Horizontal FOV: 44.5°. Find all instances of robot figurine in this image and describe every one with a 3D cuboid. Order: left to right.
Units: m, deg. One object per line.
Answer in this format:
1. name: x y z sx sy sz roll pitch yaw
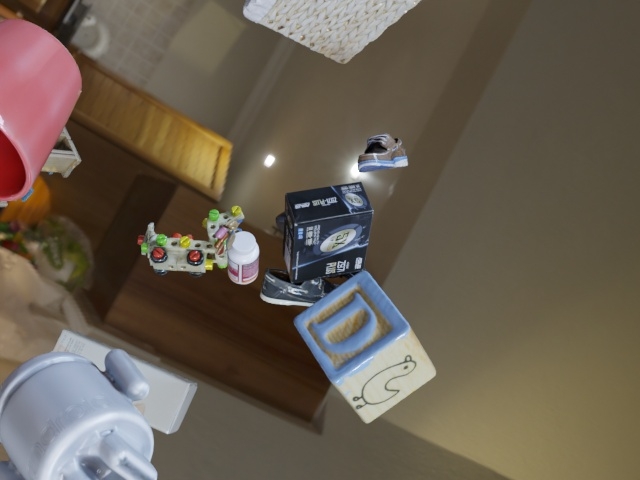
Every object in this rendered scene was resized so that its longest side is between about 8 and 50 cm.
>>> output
1. robot figurine: -0.416 0.316 1.308 0.300 0.200 0.353 -44 -135 -18

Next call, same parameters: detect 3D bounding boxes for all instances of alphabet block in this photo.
1. alphabet block: 0.091 0.217 1.596 0.192 0.197 0.193 -35 -133 0

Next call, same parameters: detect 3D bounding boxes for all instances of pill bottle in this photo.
1. pill bottle: -0.208 0.045 2.111 0.152 0.086 0.086 100 3 -54

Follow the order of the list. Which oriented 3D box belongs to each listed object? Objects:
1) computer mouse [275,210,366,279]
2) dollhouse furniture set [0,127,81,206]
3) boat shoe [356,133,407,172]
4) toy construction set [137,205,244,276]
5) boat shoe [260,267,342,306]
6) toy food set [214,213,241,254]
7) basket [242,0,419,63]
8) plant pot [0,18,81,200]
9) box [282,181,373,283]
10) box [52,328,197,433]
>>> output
1. computer mouse: 0.000 0.000 1.766 0.188 0.272 0.072 18 -111 42
2. dollhouse furniture set: -0.666 -0.180 1.771 0.183 0.129 0.129 -39 -110 29
3. boat shoe: 0.111 -0.166 1.481 0.066 0.066 0.183 -8 -176 23
4. toy construction set: -0.387 0.003 2.258 0.327 0.151 0.215 -5 -128 11
5. boat shoe: -0.022 0.109 1.830 0.084 0.233 0.079 -111 -152 -68
6. toy food set: -0.220 -0.012 1.801 0.078 0.019 0.122 -37 158 -48
7. basket: 0.049 -0.597 1.619 0.331 0.266 0.328 -28 -139 52
8. plant pot: -0.574 -0.249 1.395 0.275 0.275 0.243 -31 -154 48
9. box: 0.010 -0.012 1.460 0.180 0.147 0.078 97 -20 -50
10. box: -0.448 0.318 1.765 0.148 0.311 0.121 93 20 -79
